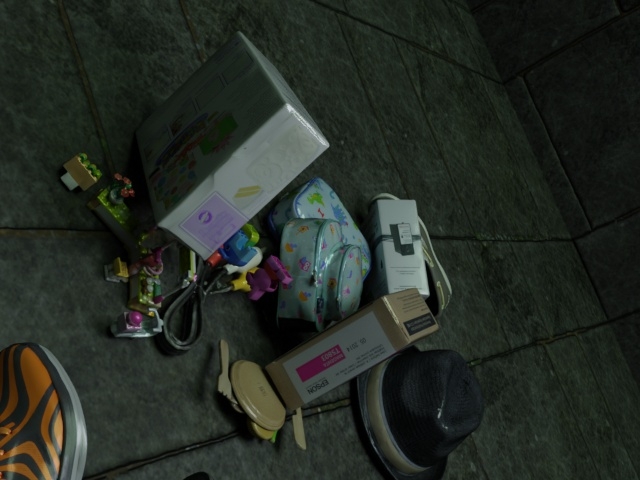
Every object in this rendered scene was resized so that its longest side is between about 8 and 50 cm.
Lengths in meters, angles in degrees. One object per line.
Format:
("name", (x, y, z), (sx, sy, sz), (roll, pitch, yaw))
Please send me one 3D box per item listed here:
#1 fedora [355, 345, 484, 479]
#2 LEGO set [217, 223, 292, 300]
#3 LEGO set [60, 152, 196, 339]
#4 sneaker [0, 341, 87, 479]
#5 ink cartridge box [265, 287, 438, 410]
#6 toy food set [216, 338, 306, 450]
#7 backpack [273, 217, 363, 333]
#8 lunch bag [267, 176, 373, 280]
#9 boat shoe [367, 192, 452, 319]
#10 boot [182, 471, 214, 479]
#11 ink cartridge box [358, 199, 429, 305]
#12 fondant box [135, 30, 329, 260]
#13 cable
("fedora", (0.209, 0.308, 1.598), (0.334, 0.152, 0.334), (37, 38, -36))
("LEGO set", (-0.154, 0.002, 1.282), (0.227, 0.093, 0.087), (53, 15, 30))
("LEGO set", (-0.256, -0.008, 1.182), (0.132, 0.107, 0.287), (0, 66, -57))
("sneaker", (-0.338, 0.247, 0.832), (0.180, 0.125, 0.321), (20, 49, -50))
("ink cartridge box", (0.056, 0.172, 1.357), (0.088, 0.235, 0.193), (61, 20, 9))
("toy food set", (-0.102, 0.244, 1.286), (0.192, 0.038, 0.132), (43, 21, -30))
("backpack", (-0.005, 0.053, 1.423), (0.166, 0.144, 0.188), (-22, 107, -71))
("lunch bag", (0.000, 0.000, 1.589), (0.219, 0.090, 0.176), (56, 30, -12))
("boat shoe", (0.194, 0.037, 1.841), (0.305, 0.109, 0.091), (58, 25, -14))
("boot", (-0.121, 0.452, 1.056), (0.229, 0.091, 0.263), (45, 38, -37))
("ink cartridge box", (0.143, 0.039, 1.682), (0.087, 0.153, 0.208), (1, 65, -14))
("fondant box", (-0.145, -0.152, 1.232), (0.096, 0.238, 0.330), (42, 11, -32))
("cable", (-0.172, 0.058, 1.291), (0.139, 0.072, 0.287), (55, 29, -7))
